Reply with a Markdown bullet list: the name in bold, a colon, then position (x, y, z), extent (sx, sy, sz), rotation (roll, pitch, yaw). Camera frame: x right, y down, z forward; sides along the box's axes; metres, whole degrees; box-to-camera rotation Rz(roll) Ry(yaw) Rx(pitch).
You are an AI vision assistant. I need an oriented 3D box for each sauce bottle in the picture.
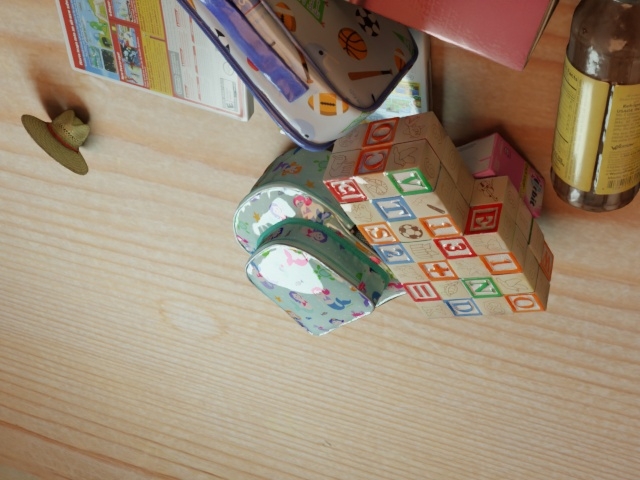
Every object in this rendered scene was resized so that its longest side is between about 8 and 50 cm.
- **sauce bottle**: position (0.314, -0.185, 1.000), extent (0.111, 0.111, 0.344), rotation (16, 139, 18)

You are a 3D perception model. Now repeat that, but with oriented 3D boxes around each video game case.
- **video game case**: position (-0.224, -0.276, 1.262), extent (0.285, 0.025, 0.204), rotation (18, 142, 14)
- **video game case**: position (0.035, -0.207, 1.226), extent (0.226, 0.026, 0.206), rotation (12, 138, 21)

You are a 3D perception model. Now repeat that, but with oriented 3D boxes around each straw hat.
- **straw hat**: position (-0.402, -0.173, 1.508), extent (0.061, 0.144, 0.144), rotation (-43, 107, 8)

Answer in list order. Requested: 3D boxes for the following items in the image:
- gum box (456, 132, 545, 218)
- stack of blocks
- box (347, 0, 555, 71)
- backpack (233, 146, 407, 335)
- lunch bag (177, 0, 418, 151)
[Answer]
- **gum box**: position (0.182, -0.060, 1.240), extent (0.188, 0.062, 0.107), rotation (-18, 134, 43)
- **stack of blocks**: position (0.154, -0.023, 1.166), extent (0.171, 0.087, 0.297), rotation (-7, 140, 33)
- **box**: position (0.137, -0.297, 0.961), extent (0.232, 0.149, 0.127), rotation (25, 141, 9)
- **backpack**: position (0.000, 0.000, 1.353), extent (0.253, 0.191, 0.225), rotation (47, 143, -10)
- **lunch bag**: position (-0.038, -0.257, 1.027), extent (0.303, 0.243, 0.115), rotation (49, 131, -9)
